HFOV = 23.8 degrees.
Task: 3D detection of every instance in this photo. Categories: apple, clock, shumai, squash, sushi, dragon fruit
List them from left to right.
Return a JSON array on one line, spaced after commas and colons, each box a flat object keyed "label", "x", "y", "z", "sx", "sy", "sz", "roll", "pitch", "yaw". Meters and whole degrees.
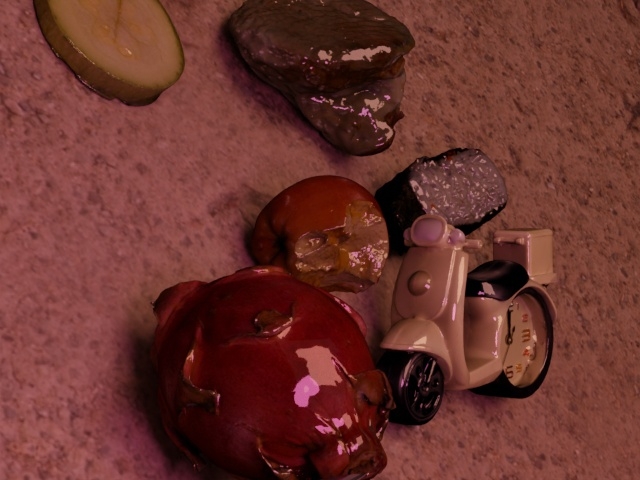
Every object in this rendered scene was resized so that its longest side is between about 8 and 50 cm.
[{"label": "squash", "x": -0.266, "y": -0.275, "z": 1.923, "sx": 0.219, "sy": 0.041, "sz": 0.219, "roll": 32, "pitch": 41, "yaw": -33}, {"label": "dragon fruit", "x": -0.058, "y": 0.148, "z": 1.641, "sx": 0.250, "sy": 0.250, "sz": 0.315, "roll": 31, "pitch": 25, "yaw": -34}, {"label": "shumai", "x": -0.009, "y": -0.231, "z": 2.160, "sx": 0.272, "sy": 0.203, "sz": 0.222, "roll": 20, "pitch": 33, "yaw": 8}, {"label": "apple", "x": -0.005, "y": -0.005, "z": 1.938, "sx": 0.158, "sy": 0.156, "sz": 0.147, "roll": 9, "pitch": 39, "yaw": -35}, {"label": "sushi", "x": 0.168, "y": -0.054, "z": 2.215, "sx": 0.225, "sy": 0.127, "sz": 0.124, "roll": -20, "pitch": 80, "yaw": -50}, {"label": "clock", "x": 0.201, "y": 0.101, "z": 2.093, "sx": 0.379, "sy": 0.120, "sz": 0.276, "roll": -1, "pitch": 92, "yaw": -54}]

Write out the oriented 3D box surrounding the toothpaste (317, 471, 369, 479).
[{"label": "toothpaste", "x": -0.073, "y": 0.284, "z": 1.511, "sx": 0.096, "sy": 0.266, "sz": 0.061, "roll": -20, "pitch": 82, "yaw": -57}]
